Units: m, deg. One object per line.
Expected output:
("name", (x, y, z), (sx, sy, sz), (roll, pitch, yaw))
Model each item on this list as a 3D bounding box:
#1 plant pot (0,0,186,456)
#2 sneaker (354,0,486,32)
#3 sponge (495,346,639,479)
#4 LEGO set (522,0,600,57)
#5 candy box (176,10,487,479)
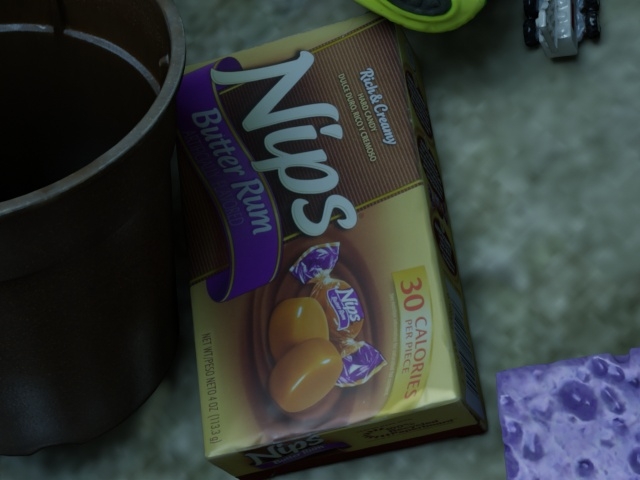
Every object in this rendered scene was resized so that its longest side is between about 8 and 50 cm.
("plant pot", (-0.127, -0.009, 0.545), (0.167, 0.165, 0.167), (-2, 46, 2))
("sneaker", (0.002, -0.217, 0.615), (0.109, 0.123, 0.295), (-45, 66, 24))
("sponge", (0.173, 0.088, 0.489), (0.210, 0.031, 0.117), (-11, 64, 14))
("LEGO set", (0.108, -0.195, 0.624), (0.182, 0.060, 0.244), (-48, 61, -1))
("candy box", (0.000, 0.000, 0.578), (0.109, 0.053, 0.187), (-14, 65, 14))
